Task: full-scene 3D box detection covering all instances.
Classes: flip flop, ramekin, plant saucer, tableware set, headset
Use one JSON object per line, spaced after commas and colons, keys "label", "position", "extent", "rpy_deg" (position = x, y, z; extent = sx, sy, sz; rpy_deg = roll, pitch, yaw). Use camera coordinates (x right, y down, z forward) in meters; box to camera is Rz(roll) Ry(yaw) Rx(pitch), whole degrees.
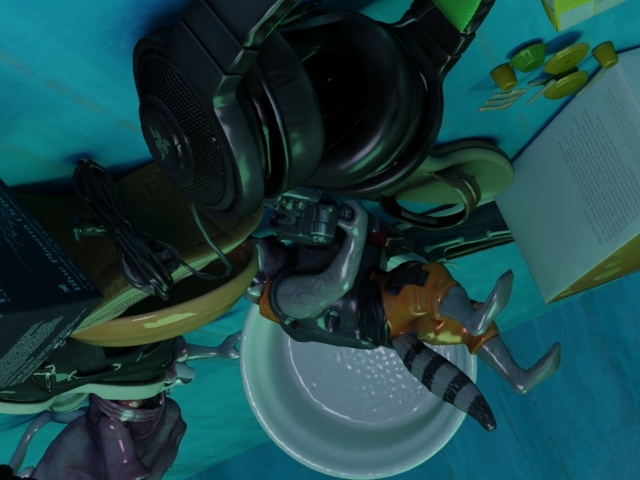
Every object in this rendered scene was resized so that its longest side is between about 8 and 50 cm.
{"label": "flip flop", "position": [0.115, -0.051, 1.369], "extent": [0.112, 0.080, 0.277], "rpy_deg": [-31, 164, 29]}
{"label": "ramekin", "position": [0.053, 0.131, 1.562], "extent": [0.277, 0.277, 0.135], "rpy_deg": [-27, -178, 14]}
{"label": "plant saucer", "position": [-0.150, 0.044, 1.164], "extent": [0.200, 0.037, 0.200], "rpy_deg": [-10, -160, 4]}
{"label": "tableware set", "position": [0.222, -0.165, 1.248], "extent": [0.154, 0.024, 0.104], "rpy_deg": [-12, 159, -35]}
{"label": "headset", "position": [-0.041, -0.107, 0.891], "extent": [0.243, 0.185, 0.394], "rpy_deg": [-13, 148, -49]}

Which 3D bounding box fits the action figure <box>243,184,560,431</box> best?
{"label": "action figure", "position": [0.037, 0.053, 1.283], "extent": [0.330, 0.179, 0.341], "rpy_deg": [14, 175, 31]}

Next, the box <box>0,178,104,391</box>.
{"label": "box", "position": [-0.238, 0.015, 0.806], "extent": [0.093, 0.156, 0.158], "rpy_deg": [-44, 173, 11]}

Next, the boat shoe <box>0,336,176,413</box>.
{"label": "boat shoe", "position": [-0.248, 0.089, 1.261], "extent": [0.340, 0.127, 0.113], "rpy_deg": [11, 115, -54]}

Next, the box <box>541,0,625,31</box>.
{"label": "box", "position": [0.212, -0.220, 0.980], "extent": [0.105, 0.043, 0.179], "rpy_deg": [-25, 169, 7]}

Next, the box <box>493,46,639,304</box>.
{"label": "box", "position": [0.373, -0.084, 1.481], "extent": [0.215, 0.168, 0.345], "rpy_deg": [-18, 166, -20]}

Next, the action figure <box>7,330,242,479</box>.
{"label": "action figure", "position": [-0.255, 0.214, 1.698], "extent": [0.275, 0.248, 0.370], "rpy_deg": [20, 145, 0]}

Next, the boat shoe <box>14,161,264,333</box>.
{"label": "boat shoe", "position": [-0.206, 0.025, 1.053], "extent": [0.341, 0.122, 0.110], "rpy_deg": [-17, 164, -30]}

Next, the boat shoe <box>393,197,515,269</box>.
{"label": "boat shoe", "position": [0.144, 0.011, 1.653], "extent": [0.254, 0.079, 0.095], "rpy_deg": [-22, 166, -7]}

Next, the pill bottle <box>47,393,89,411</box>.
{"label": "pill bottle", "position": [-0.294, 0.149, 1.465], "extent": [0.078, 0.078, 0.137], "rpy_deg": [-21, 166, -11]}

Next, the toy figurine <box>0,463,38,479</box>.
{"label": "toy figurine", "position": [-0.398, 0.217, 1.291], "extent": [0.148, 0.210, 0.213], "rpy_deg": [-13, -179, 35]}
